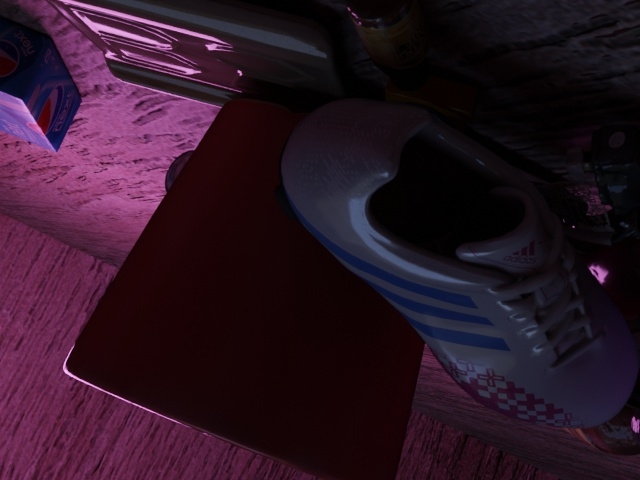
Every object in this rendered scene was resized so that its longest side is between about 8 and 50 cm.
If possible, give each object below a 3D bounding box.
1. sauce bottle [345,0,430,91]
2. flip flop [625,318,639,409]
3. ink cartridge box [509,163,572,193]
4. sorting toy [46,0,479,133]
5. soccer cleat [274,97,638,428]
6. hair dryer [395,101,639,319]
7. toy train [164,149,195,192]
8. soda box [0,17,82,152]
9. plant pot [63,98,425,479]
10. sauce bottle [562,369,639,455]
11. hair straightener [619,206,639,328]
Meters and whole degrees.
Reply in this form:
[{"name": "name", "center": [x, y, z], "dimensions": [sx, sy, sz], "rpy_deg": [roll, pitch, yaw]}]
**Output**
[{"name": "sauce bottle", "center": [0.045, -0.125, 0.851], "dimensions": [0.042, 0.042, 0.128], "rpy_deg": [20, 172, 17]}, {"name": "flip flop", "center": [0.285, 0.108, 1.221], "dimensions": [0.112, 0.080, 0.277], "rpy_deg": [-19, 165, 30]}, {"name": "ink cartridge box", "center": [0.129, -0.046, 1.078], "dimensions": [0.115, 0.029, 0.063], "rpy_deg": [22, 178, -18]}, {"name": "sorting toy", "center": [-0.035, -0.131, 1.028], "dimensions": [0.307, 0.041, 0.229], "rpy_deg": [15, 172, 7]}, {"name": "soccer cleat", "center": [0.115, 0.028, 0.896], "dimensions": [0.331, 0.116, 0.143], "rpy_deg": [37, 160, -27]}, {"name": "hair dryer", "center": [0.174, -0.020, 1.002], "dimensions": [0.223, 0.080, 0.293], "rpy_deg": [12, 157, 37]}, {"name": "toy train", "center": [0.000, 0.000, 1.369], "dimensions": [0.190, 0.142, 0.334], "rpy_deg": [3, 160, 37]}, {"name": "soda box", "center": [-0.294, -0.152, 1.395], "dimensions": [0.071, 0.067, 0.210], "rpy_deg": [23, 171, 2]}, {"name": "plant pot", "center": [-0.029, 0.038, 1.095], "dimensions": [0.275, 0.243, 0.275], "rpy_deg": [20, 173, 3]}, {"name": "sauce bottle", "center": [0.279, 0.149, 1.421], "dimensions": [0.111, 0.111, 0.344], "rpy_deg": [28, 179, -28]}, {"name": "hair straightener", "center": [0.218, 0.010, 0.833], "dimensions": [0.089, 0.047, 0.230], "rpy_deg": [18, 165, 6]}]
